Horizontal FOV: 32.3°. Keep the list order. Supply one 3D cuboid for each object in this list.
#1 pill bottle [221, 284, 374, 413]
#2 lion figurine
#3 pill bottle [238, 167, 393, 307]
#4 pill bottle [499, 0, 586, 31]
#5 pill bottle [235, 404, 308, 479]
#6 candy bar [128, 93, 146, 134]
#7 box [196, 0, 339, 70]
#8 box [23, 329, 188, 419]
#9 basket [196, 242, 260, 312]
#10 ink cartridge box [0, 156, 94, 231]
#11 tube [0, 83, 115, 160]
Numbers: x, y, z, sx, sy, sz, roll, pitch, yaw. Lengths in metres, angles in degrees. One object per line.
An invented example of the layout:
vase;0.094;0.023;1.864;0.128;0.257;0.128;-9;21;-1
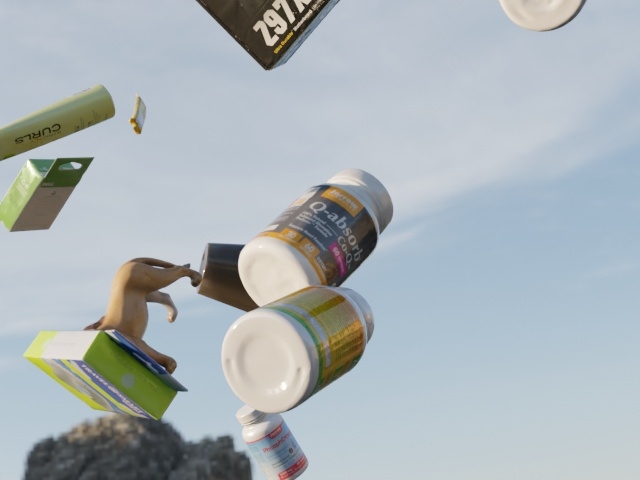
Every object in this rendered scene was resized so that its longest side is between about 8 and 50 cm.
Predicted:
pill bottle;-0.018;0.136;1.503;0.136;0.136;0.246;-18;1;27
lion figurine;-0.412;0.165;2.380;0.240;0.392;0.142;29;-41;-25
pill bottle;0.000;0.000;1.869;0.162;0.162;0.278;-29;12;48
pill bottle;0.465;-0.527;2.254;0.176;0.176;0.318;-15;11;20
pill bottle;-0.096;0.389;2.142;0.087;0.160;0.087;-29;11;6
candy bar;-0.371;-0.259;2.251;0.018;0.040;0.161;-22;26;7
box;-0.063;-0.470;1.741;0.322;0.257;0.079;-45;0;26
box;-0.225;0.137;1.145;0.109;0.042;0.178;44;-27;-25
basket;-0.181;0.091;2.703;0.227;0.204;0.154;11;-13;-11
ink cartridge box;-0.564;-0.112;2.259;0.209;0.062;0.109;-51;-24;25
tube;-0.450;-0.182;1.791;0.240;0.070;0.062;-27;34;-27
